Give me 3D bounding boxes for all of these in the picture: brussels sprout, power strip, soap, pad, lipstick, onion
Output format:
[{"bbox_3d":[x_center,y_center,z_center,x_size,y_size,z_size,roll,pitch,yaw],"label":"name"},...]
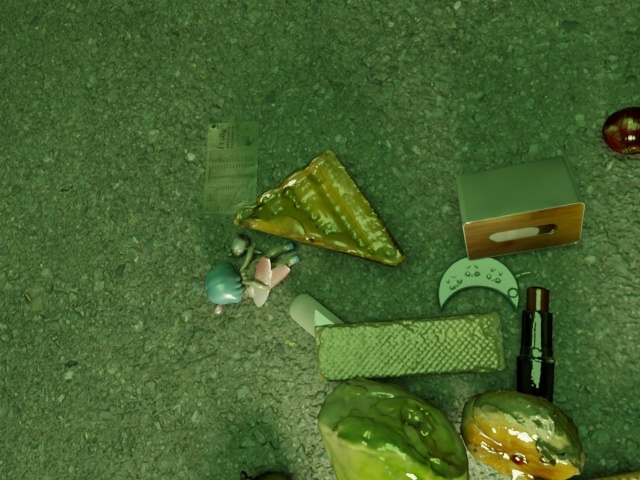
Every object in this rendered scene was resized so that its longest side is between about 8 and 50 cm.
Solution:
[{"bbox_3d":[0.160,0.439,1.224,0.268,0.344,0.344,-34,71,-27],"label":"brussels sprout"},{"bbox_3d":[0.380,0.100,1.352,0.215,0.044,0.137,-4,79,15],"label":"power strip"},{"bbox_3d":[0.000,0.000,1.408,0.304,0.169,0.339,-35,72,7],"label":"soap"},{"bbox_3d":[-0.247,-0.201,1.592,0.159,0.009,0.265,-1,81,14],"label":"pad"},{"bbox_3d":[0.477,0.251,1.280,0.081,0.081,0.300,4,83,16],"label":"lipstick"},{"bbox_3d":[0.688,-0.241,1.292,0.118,0.117,0.119,-15,54,21],"label":"onion"}]

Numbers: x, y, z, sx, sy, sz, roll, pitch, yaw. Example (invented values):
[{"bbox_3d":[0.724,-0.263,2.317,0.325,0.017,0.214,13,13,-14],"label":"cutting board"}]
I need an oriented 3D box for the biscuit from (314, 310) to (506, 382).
[{"bbox_3d":[0.201,0.243,1.332,0.425,0.078,0.144,-4,81,6],"label":"biscuit"}]

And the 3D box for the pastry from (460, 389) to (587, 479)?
[{"bbox_3d":[0.401,0.408,1.187,0.235,0.257,0.121,-16,34,45],"label":"pastry"}]

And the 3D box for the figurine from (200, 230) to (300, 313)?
[{"bbox_3d":[-0.186,0.063,1.482,0.260,0.103,0.205,-26,76,-1],"label":"figurine"}]

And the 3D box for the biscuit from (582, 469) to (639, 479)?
[{"bbox_3d":[0.557,0.517,1.183,0.249,0.160,0.030,-16,47,13],"label":"biscuit"}]

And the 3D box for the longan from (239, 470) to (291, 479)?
[{"bbox_3d":[-0.131,0.608,1.348,0.154,0.145,0.176,-33,77,-19],"label":"longan"}]

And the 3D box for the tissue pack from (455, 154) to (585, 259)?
[{"bbox_3d":[0.436,-0.071,1.290,0.246,0.159,0.136,-10,56,14],"label":"tissue pack"}]

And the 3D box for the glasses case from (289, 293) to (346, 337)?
[{"bbox_3d":[0.009,0.209,1.429,0.197,0.049,0.076,36,89,16],"label":"glasses case"}]
